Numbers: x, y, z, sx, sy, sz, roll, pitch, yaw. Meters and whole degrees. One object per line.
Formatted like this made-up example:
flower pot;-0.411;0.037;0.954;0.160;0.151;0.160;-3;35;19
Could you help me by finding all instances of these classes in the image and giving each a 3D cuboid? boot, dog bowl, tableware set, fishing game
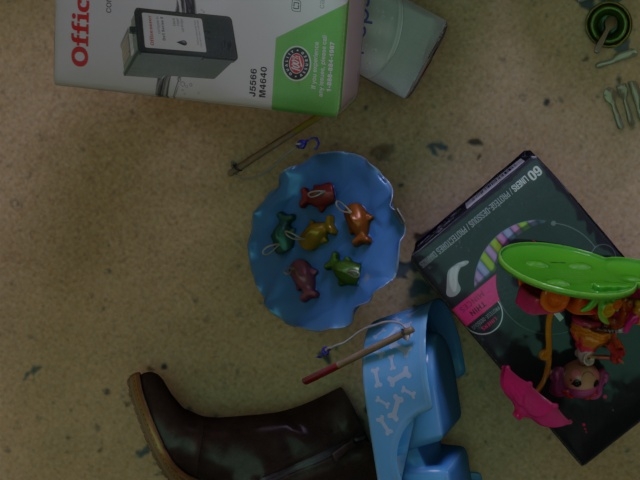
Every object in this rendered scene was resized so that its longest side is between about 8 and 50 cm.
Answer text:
boot;-0.067;0.207;1.628;0.207;0.090;0.248;-31;91;-5
dog bowl;0.106;0.209;1.565;0.074;0.166;0.297;-7;95;18
tableware set;0.332;-0.195;1.570;0.104;0.024;0.154;-17;93;6
fishing game;0.000;0.000;1.544;0.189;0.041;0.264;-27;68;26

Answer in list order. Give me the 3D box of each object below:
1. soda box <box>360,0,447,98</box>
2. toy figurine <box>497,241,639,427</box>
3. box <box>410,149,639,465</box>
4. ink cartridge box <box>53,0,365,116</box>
soda box;-0.015;-0.249;1.558;0.286;0.098;0.091;29;97;1
toy figurine;0.234;0.098;1.435;0.173;0.130;0.159;2;110;-21
box;0.236;0.062;1.543;0.165;0.143;0.270;-41;91;8
ink cartridge box;-0.100;-0.231;1.404;0.272;0.115;0.198;7;106;9
